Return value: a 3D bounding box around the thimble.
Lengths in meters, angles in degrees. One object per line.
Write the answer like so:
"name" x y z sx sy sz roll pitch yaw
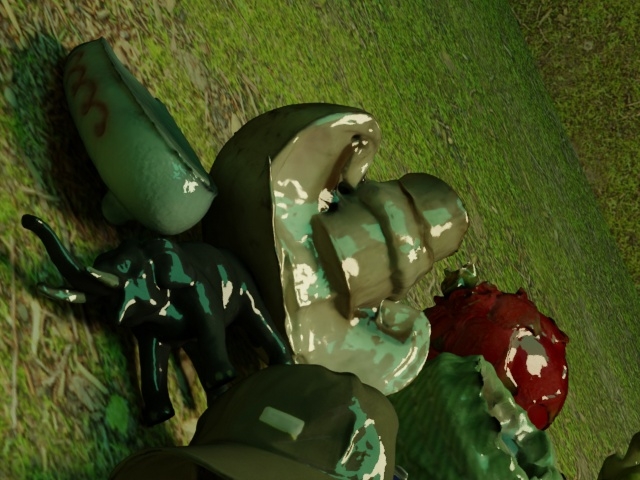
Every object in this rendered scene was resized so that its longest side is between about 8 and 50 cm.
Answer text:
"thimble" 0.131 0.215 1.509 0.219 0.150 0.219 55 16 -24

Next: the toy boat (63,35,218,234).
"toy boat" -0.150 -0.073 1.264 0.134 0.079 0.207 52 3 -40

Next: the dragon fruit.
"dragon fruit" 0.186 0.134 1.743 0.209 0.172 0.172 58 20 -14

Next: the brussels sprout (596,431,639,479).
"brussels sprout" 0.426 0.392 1.840 0.371 0.276 0.314 76 20 -60

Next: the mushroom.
"mushroom" 0.000 0.000 1.364 0.195 0.189 0.253 -24 112 -30

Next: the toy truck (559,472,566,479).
"toy truck" 0.239 0.316 1.822 0.202 0.074 0.088 5 70 -69

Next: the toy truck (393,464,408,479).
"toy truck" 0.049 0.245 1.313 0.177 0.161 0.213 46 12 19

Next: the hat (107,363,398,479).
"hat" -0.051 0.123 1.103 0.173 0.166 0.144 47 47 -50

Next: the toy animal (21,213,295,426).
"toy animal" -0.114 0.058 1.181 0.269 0.082 0.137 15 49 -61
